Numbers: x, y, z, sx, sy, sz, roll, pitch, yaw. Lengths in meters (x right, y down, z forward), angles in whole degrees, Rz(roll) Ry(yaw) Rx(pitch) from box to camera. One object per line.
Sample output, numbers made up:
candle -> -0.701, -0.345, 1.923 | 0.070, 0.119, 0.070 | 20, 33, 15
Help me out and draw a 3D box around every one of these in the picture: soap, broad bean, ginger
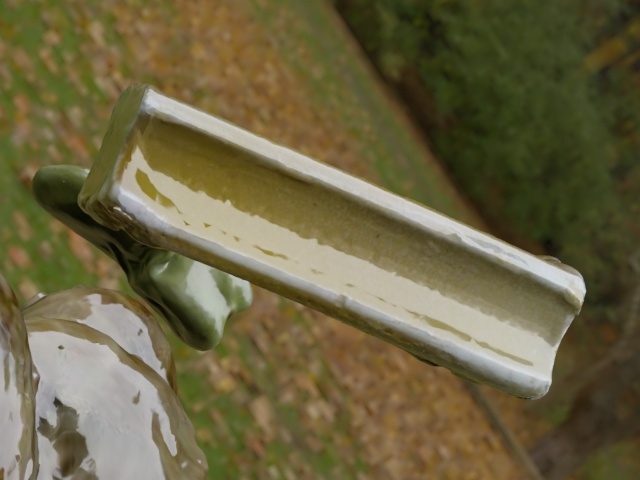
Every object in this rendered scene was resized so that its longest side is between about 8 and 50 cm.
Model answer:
soap -> 0.000, 0.000, 1.121 | 0.274, 0.089, 0.173 | 23, -1, -12
broad bean -> -0.150, 0.005, 1.613 | 0.206, 0.072, 0.153 | 42, -19, 3
ginger -> -0.158, 0.096, 0.889 | 0.304, 0.155, 0.244 | 28, 40, -57
